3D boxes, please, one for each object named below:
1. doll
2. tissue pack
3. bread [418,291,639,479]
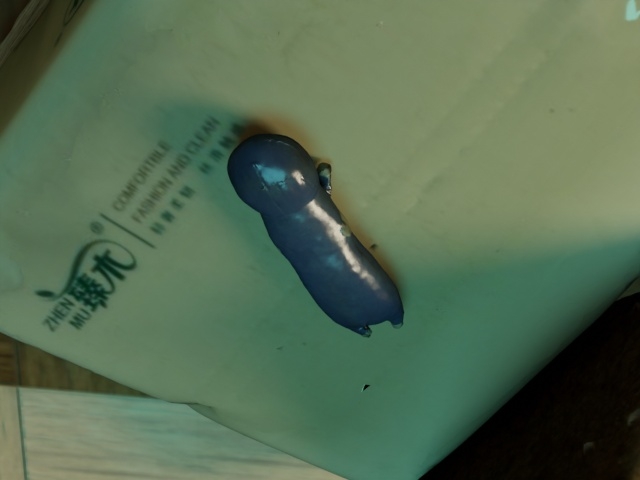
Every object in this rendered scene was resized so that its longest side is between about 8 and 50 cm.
[{"bbox_3d":[0.000,0.000,0.786,0.037,0.027,0.125,-17,130,22],"label":"doll"},{"bbox_3d":[0.027,-0.083,0.865,0.297,0.207,0.380,26,129,-18],"label":"tissue pack"},{"bbox_3d":[0.126,0.125,0.938,0.113,0.165,0.416,36,163,-5],"label":"bread"}]
